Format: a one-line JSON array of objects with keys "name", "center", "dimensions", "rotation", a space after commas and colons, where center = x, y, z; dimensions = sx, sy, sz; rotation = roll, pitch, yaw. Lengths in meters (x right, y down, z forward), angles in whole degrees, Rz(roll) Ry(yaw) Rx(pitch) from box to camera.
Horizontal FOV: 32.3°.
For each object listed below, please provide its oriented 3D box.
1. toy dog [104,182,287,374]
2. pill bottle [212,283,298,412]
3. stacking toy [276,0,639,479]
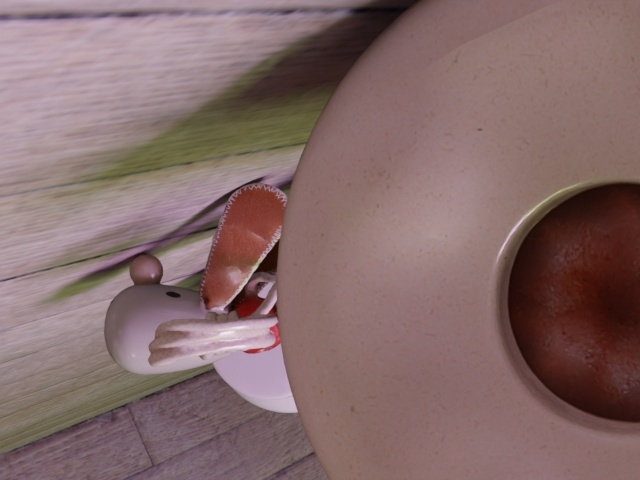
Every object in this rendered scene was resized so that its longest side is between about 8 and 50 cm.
[{"name": "toy dog", "center": [0.000, 0.000, 0.855], "dimensions": [0.334, 0.160, 0.220], "rotation": [-7, 171, -18]}, {"name": "pill bottle", "center": [-0.022, 0.097, 1.234], "dimensions": [0.176, 0.176, 0.318], "rotation": [-26, 174, 9]}, {"name": "stacking toy", "center": [0.219, 0.014, 0.684], "dimensions": [0.351, 0.350, 0.480], "rotation": [-28, 173, 24]}]
